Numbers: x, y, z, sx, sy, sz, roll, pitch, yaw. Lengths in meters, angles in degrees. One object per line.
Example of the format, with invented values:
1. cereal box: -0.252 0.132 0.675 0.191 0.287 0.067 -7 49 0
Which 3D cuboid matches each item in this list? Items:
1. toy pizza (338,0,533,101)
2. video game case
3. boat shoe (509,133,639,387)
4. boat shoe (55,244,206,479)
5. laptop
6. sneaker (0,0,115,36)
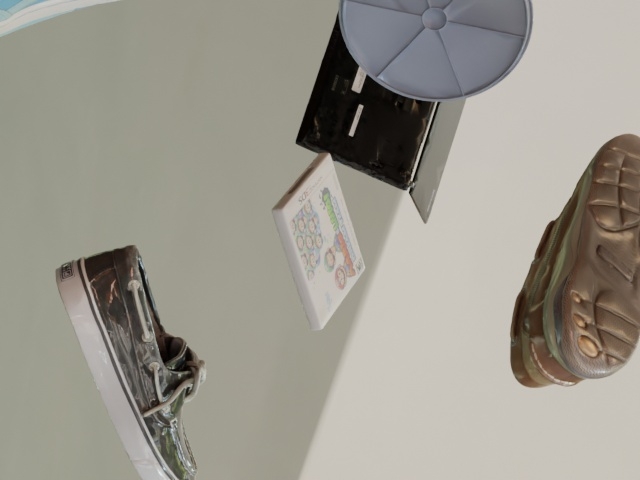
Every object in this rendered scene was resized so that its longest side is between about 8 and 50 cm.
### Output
1. toy pizza: 0.119 -0.235 1.734 0.201 0.201 0.032 17 -145 -2
2. video game case: 0.000 0.000 1.925 0.019 0.157 0.143 -5 -153 27
3. boat shoe: 0.257 0.016 1.627 0.123 0.116 0.324 44 -134 -11
4. boat shoe: -0.172 0.140 1.753 0.105 0.306 0.113 -19 -158 2
5. laptop: 0.093 -0.179 2.222 0.264 0.234 0.136 22 168 -21
6. sneaker: -0.214 -0.286 1.457 0.319 0.208 0.127 -30 -98 -20
